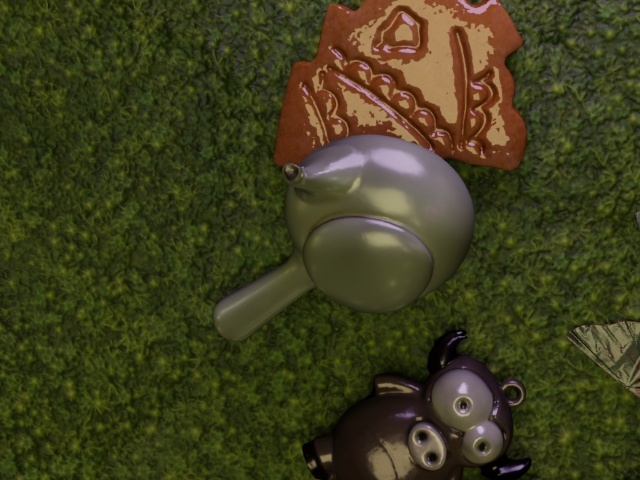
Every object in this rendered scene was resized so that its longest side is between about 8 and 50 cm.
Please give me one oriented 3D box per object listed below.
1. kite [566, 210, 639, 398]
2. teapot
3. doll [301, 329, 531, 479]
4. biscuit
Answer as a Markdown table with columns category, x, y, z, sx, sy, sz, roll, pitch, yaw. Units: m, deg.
| category | x | y | z | sx | sy | sz | roll | pitch | yaw |
| --- | --- | --- | --- | --- | --- | --- | --- | --- | --- |
| kite | 0.388 | 0.087 | 1.390 | 0.229 | 0.012 | 0.250 | -10 | 97 | 6 |
| teapot | 0.031 | 0.020 | 1.367 | 0.220 | 0.149 | 0.318 | 25 | 138 | -3 |
| doll | 0.110 | 0.218 | 1.399 | 0.257 | 0.117 | 0.182 | -25 | 90 | 14 |
| biscuit | 0.078 | -0.162 | 1.380 | 0.306 | 0.043 | 0.284 | -31 | 94 | 12 |
